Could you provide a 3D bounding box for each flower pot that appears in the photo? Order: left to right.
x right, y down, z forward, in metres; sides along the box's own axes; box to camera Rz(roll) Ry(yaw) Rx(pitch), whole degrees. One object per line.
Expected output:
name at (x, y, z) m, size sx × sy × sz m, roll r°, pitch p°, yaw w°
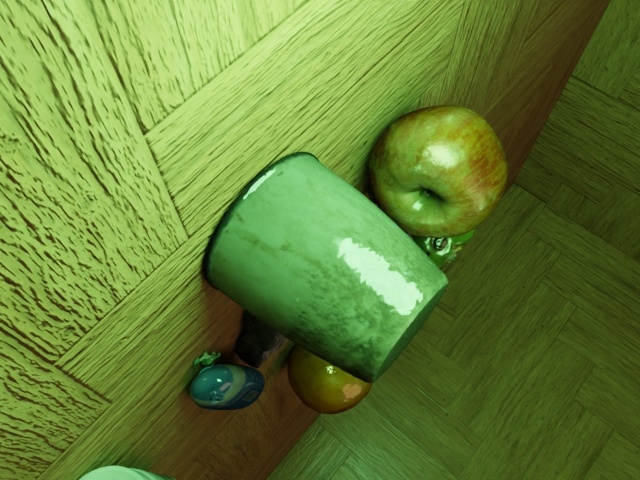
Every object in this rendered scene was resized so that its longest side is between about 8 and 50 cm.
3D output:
flower pot at (0.022, 0.053, 0.993) m, size 0.293 × 0.330 × 0.293 m, roll -46°, pitch 160°, yaw -23°

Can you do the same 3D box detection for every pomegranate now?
pomegranate at (0.279, -0.027, 1.731) m, size 0.309 × 0.216 × 0.358 m, roll -54°, pitch -167°, yaw 3°

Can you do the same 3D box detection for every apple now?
apple at (0.252, -0.156, 1.262) m, size 0.301 × 0.302 × 0.301 m, roll -46°, pitch 161°, yaw -20°

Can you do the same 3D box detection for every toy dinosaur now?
toy dinosaur at (-0.239, 0.254, 1.228) m, size 0.062 × 0.021 × 0.083 m, roll -27°, pitch 147°, yaw -39°

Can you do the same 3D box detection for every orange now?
orange at (0.030, 0.388, 1.775) m, size 0.261 × 0.261 × 0.261 m, roll -46°, pitch 161°, yaw -20°

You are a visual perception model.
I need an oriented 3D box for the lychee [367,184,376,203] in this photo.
lychee at (0.144, -0.120, 1.408) m, size 0.068 × 0.083 × 0.067 m, roll -19°, pitch 121°, yaw 2°

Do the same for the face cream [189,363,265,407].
face cream at (-0.210, 0.326, 1.309) m, size 0.149 × 0.083 × 0.264 m, roll -27°, pitch 161°, yaw -2°

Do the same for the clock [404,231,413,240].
clock at (0.077, 0.053, 1.344) m, size 0.248 × 0.090 × 0.228 m, roll -21°, pitch -173°, yaw 40°

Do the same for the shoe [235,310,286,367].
shoe at (-0.106, 0.182, 1.320) m, size 0.138 × 0.095 × 0.245 m, roll -42°, pitch 164°, yaw -41°

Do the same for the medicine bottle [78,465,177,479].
medicine bottle at (-0.378, 0.563, 1.188) m, size 0.190 × 0.190 × 0.332 m, roll -47°, pitch 162°, yaw -18°
